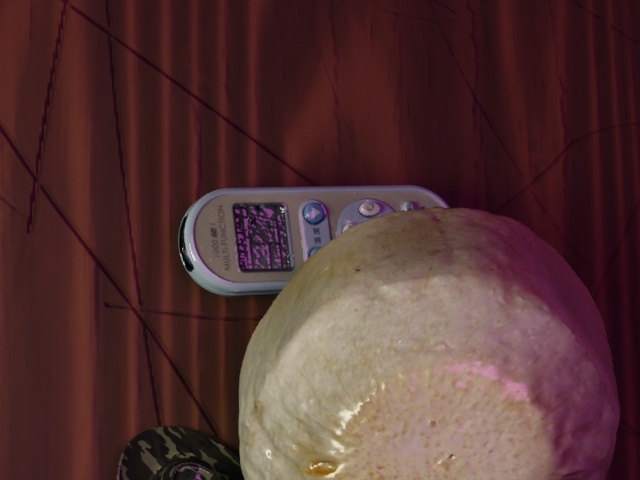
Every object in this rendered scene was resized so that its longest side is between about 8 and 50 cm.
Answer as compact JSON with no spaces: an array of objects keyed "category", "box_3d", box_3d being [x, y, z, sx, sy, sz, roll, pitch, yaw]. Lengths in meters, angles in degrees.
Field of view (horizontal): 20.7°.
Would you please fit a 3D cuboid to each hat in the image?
[{"category":"hat","box_3d":[-0.099,0.192,1.327,0.121,0.050,0.121,6,72,-19]}]

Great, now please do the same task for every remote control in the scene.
[{"category":"remote control","box_3d":[0.000,0.000,1.426,0.244,0.047,0.087,-1,79,-24]}]

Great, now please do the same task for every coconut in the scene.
[{"category":"coconut","box_3d":[0.081,0.121,1.306,0.328,0.329,0.329,6,73,-22]}]
